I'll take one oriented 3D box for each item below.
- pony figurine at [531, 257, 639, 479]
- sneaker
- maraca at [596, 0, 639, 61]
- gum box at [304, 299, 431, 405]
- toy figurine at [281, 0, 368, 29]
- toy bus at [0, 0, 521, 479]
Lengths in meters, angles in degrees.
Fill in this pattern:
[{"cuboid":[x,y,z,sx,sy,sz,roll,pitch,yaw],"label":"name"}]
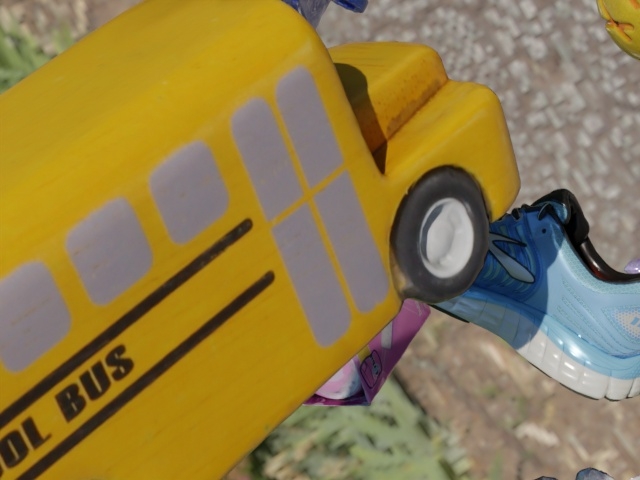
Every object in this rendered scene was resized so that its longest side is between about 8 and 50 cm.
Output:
[{"cuboid":[0.317,0.160,1.207,0.351,0.363,0.303,31,127,-22],"label":"pony figurine"},{"cuboid":[0.086,0.002,0.728,0.162,0.063,0.073,30,109,15],"label":"sneaker"},{"cuboid":[0.277,-0.226,1.320,0.127,0.099,0.185,-96,5,-47],"label":"maraca"},{"cuboid":[0.000,0.000,1.052,0.062,0.107,0.188,-4,119,32],"label":"gum box"},{"cuboid":[-0.040,-0.282,1.408,0.217,0.191,0.362,35,173,10],"label":"toy figurine"},{"cuboid":[-0.079,0.023,0.532,0.108,0.333,0.130,9,131,47],"label":"toy bus"}]
